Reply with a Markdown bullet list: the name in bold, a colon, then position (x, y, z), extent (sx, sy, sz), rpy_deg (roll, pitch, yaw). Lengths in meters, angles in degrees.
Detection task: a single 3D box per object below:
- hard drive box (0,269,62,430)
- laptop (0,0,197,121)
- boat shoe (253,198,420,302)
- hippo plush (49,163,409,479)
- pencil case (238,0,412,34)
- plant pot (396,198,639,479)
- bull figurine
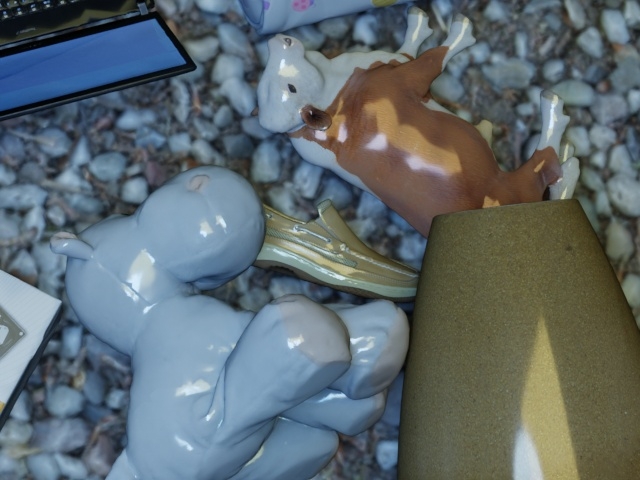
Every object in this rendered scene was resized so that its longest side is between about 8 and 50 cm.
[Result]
- **hard drive box**: position (-0.353, 0.081, 1.462), extent (0.232, 0.089, 0.181), rpy_deg (27, 75, -2)
- **laptop**: position (-0.255, -0.218, 1.512), extent (0.234, 0.136, 0.264), rpy_deg (-15, 81, -12)
- **boat shoe**: position (0.000, 0.000, 1.533), extent (0.190, 0.068, 0.072), rpy_deg (15, 92, -5)
- **hippo plush**: position (-0.094, 0.078, 1.460), extent (0.294, 0.234, 0.237), rpy_deg (-37, 65, 10)
- **pencil case**: position (0.051, -0.262, 1.579), extent (0.273, 0.113, 0.124), rpy_deg (-13, 44, -10)
- **plant pot**: position (0.163, 0.099, 1.440), extent (0.237, 0.237, 0.254), rpy_deg (-6, 88, -10)
- **bull figurine**: position (0.089, -0.092, 1.549), extent (0.310, 0.101, 0.188), rpy_deg (42, 74, -10)
